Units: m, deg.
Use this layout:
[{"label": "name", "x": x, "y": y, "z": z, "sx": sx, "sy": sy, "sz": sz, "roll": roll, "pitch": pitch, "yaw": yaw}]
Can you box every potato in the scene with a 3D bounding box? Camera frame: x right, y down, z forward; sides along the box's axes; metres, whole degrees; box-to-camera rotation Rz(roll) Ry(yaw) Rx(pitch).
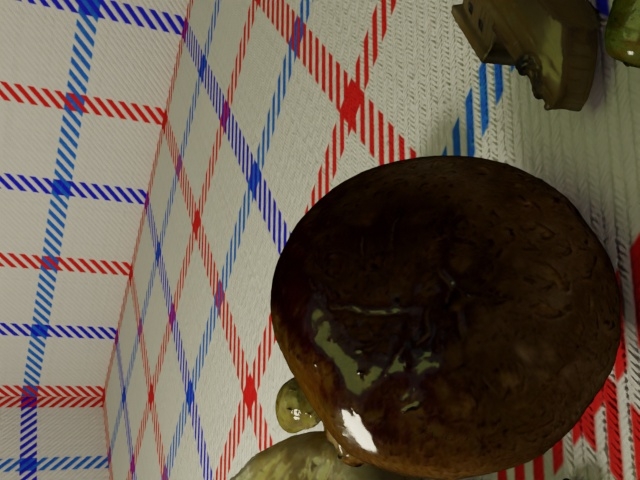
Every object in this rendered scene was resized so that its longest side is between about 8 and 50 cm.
[{"label": "potato", "x": -0.039, "y": 0.275, "z": 1.230, "sx": 0.138, "sy": 0.070, "sz": 0.092, "roll": 140, "pitch": 132, "yaw": -57}]

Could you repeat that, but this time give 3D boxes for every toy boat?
[{"label": "toy boat", "x": 0.205, "y": -0.255, "z": 0.797, "sx": 0.121, "sy": 0.089, "sz": 0.321, "roll": 115, "pitch": 148, "yaw": -47}]

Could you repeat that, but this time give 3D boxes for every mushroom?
[{"label": "mushroom", "x": 0.108, "y": 0.058, "z": 0.705, "sx": 0.239, "sy": 0.344, "sz": 0.345, "roll": 38, "pitch": -129, "yaw": -71}]

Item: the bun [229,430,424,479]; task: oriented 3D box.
[{"label": "bun", "x": 0.011, "y": 0.410, "z": 0.849, "sx": 0.365, "sy": 0.219, "sz": 0.365, "roll": -28, "pitch": 44, "yaw": 32}]

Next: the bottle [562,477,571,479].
[{"label": "bottle", "x": 0.229, "y": 0.271, "z": 0.673, "sx": 0.063, "sy": 0.047, "sz": 0.101, "roll": -47, "pitch": 41, "yaw": 39}]

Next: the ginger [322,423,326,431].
[{"label": "ginger", "x": 0.077, "y": 0.118, "z": 0.957, "sx": 0.348, "sy": 0.122, "sz": 0.363, "roll": -44, "pitch": 56, "yaw": 43}]

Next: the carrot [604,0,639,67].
[{"label": "carrot", "x": 0.315, "y": -0.317, "z": 0.594, "sx": 0.074, "sy": 0.074, "sz": 0.359, "roll": 38, "pitch": 117, "yaw": 62}]
